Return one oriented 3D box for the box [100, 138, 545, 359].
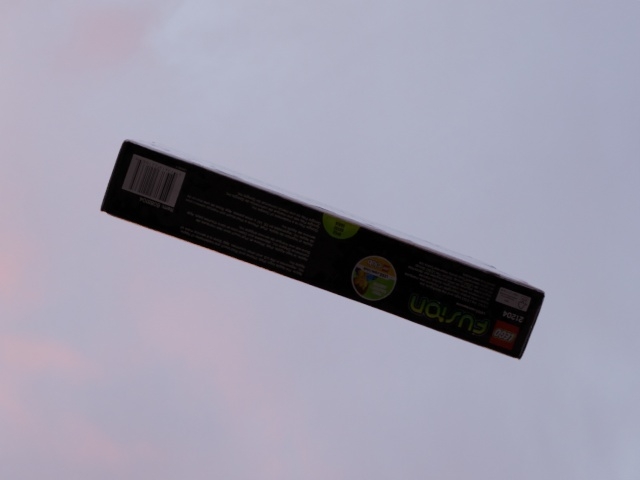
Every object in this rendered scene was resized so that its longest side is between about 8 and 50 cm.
[{"bbox_3d":[0.000,0.000,0.443,0.206,0.114,0.036,20,-86,-5],"label":"box"}]
